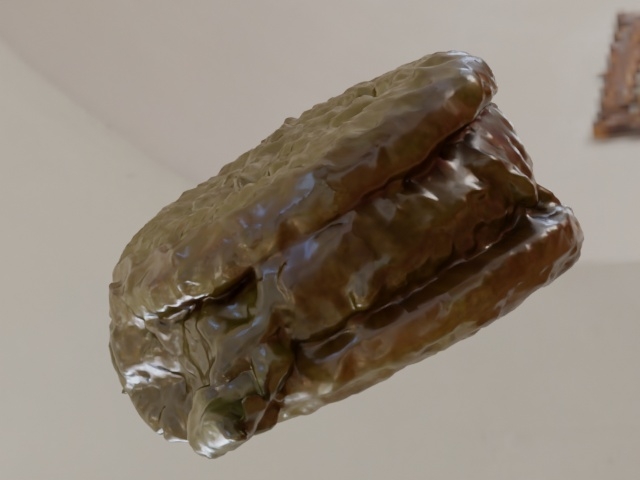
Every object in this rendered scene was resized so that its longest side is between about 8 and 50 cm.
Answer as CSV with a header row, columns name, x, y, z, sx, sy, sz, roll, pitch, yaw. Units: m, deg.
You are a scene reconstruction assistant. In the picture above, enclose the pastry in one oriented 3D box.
name,x,y,z,sx,sy,sz,roll,pitch,yaw
pastry,0.000,0.000,0.762,0.132,0.235,0.240,64,164,-2
